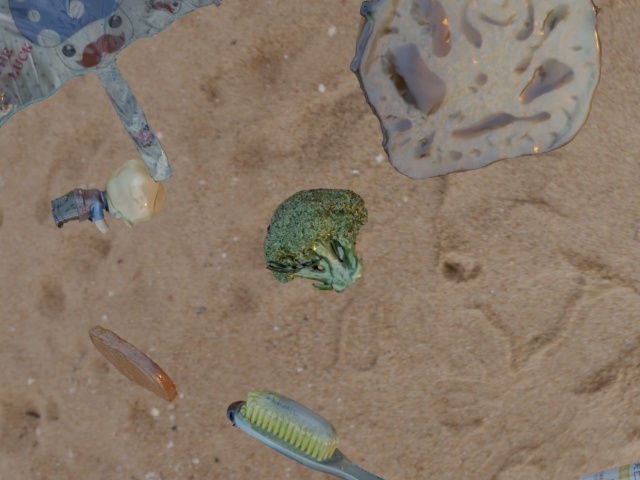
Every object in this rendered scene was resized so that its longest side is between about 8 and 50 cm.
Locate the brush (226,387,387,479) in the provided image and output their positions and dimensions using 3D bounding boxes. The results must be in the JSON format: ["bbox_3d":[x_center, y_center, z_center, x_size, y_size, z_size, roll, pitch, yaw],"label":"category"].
[{"bbox_3d":[0.019,0.263,1.043,0.297,0.068,0.060,28,114,10],"label":"brush"}]

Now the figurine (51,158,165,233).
[{"bbox_3d":[-0.374,-0.068,1.465,0.196,0.108,0.114,-22,33,-7],"label":"figurine"}]

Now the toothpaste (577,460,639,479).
[{"bbox_3d":[0.243,0.159,0.556,0.190,0.048,0.031,-26,111,29],"label":"toothpaste"}]

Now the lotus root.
[{"bbox_3d":[0.195,-0.270,1.040,0.316,0.316,0.250,-28,31,26],"label":"lotus root"}]

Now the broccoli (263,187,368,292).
[{"bbox_3d":[0.000,0.000,0.907,0.130,0.131,0.120,-38,86,-2],"label":"broccoli"}]

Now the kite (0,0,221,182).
[{"bbox_3d":[-0.223,-0.194,0.806,0.335,0.011,0.314,-26,114,8],"label":"kite"}]

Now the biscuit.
[{"bbox_3d":[-0.219,0.142,0.952,0.130,0.102,0.019,23,59,34],"label":"biscuit"}]
